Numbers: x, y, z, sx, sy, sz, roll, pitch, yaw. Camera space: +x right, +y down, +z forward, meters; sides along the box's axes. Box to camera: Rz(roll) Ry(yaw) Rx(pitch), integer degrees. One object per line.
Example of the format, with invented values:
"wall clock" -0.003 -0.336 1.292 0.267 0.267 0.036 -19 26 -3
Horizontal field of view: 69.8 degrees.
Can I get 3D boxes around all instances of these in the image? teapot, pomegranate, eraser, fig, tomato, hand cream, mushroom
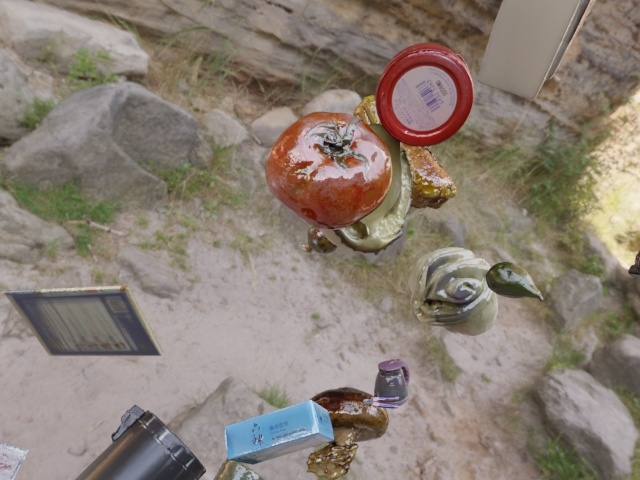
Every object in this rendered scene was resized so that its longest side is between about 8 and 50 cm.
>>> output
"teapot" 0.251 0.476 1.555 0.148 0.146 0.116 -7 8 -14
"pomegranate" 0.007 -0.002 1.630 0.130 0.130 0.130 30 28 -18
"eraser" 0.289 -0.296 0.560 0.081 0.124 0.279 28 55 17
"fig" 0.591 0.129 1.378 0.117 0.117 0.177 10 7 -45
"tomato" 0.021 -0.139 0.825 0.237 0.095 0.236 4 69 -11
"hand cream" 0.205 -0.291 0.917 0.193 0.193 0.125 36 30 -8
"mushroom" 0.105 0.721 1.744 0.334 0.331 0.356 67 -1 -46

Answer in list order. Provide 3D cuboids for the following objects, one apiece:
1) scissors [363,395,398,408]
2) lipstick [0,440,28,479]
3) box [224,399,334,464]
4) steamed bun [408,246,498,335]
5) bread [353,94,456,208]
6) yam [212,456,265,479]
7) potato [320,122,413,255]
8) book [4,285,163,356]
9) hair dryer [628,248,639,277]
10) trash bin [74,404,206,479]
"scissors" 0.193 0.514 1.463 0.012 0.113 0.039 72 21 -50
"lipstick" -0.692 0.329 0.748 0.371 0.080 0.076 32 38 -23
"box" -0.098 0.475 1.129 0.142 0.232 0.083 59 15 -57
"steamed bun" 0.513 0.203 1.795 0.247 0.339 0.352 -3 87 -73
"bread" 0.245 -0.262 1.317 0.185 0.109 0.380 -7 60 -39
"yam" -0.272 0.780 1.334 0.161 0.161 0.268 37 53 -6
"potato" 0.078 -0.104 1.059 0.242 0.242 0.285 -2 86 -53
"book" -0.563 0.199 1.104 0.322 0.228 0.018 -2 35 11
"hair dryer" 0.838 0.079 1.118 0.197 0.089 0.251 21 -3 5
"trash bin" -0.430 0.551 0.995 0.252 0.203 0.301 41 59 8
